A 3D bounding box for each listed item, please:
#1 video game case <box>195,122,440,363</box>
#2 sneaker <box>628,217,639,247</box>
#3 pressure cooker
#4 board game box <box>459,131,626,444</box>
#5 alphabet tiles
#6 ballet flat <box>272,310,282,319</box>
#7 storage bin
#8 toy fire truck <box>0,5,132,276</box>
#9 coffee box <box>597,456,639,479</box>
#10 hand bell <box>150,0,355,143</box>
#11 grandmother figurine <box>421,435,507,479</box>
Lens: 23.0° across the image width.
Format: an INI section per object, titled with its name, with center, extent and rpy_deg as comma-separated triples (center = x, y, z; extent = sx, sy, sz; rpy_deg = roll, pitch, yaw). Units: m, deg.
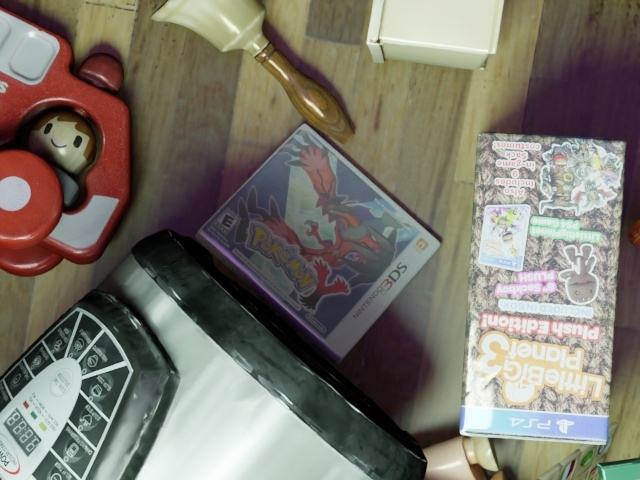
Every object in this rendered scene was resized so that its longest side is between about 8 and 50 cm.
[video game case]
center = 0.000, 0.000, 1.661
extent = 0.201, 0.023, 0.183
rpy_deg = 41, 63, 2
[sneaker]
center = 0.379, -0.058, 1.599
extent = 0.175, 0.064, 0.067
rpy_deg = -39, 69, 0
[pressure cooker]
center = -0.152, 0.250, 1.475
extent = 0.375, 0.370, 0.420
rpy_deg = 42, 90, 1
[board game box]
center = 0.220, 0.041, 1.584
extent = 0.141, 0.232, 0.291
rpy_deg = 4, 92, 6
[alphabet tiles]
center = 0.224, 0.316, 1.613
extent = 0.009, 0.198, 0.237
rpy_deg = 30, 122, 28
[ballet flat]
center = -0.101, 0.181, 1.701
extent = 0.077, 0.077, 0.231
rpy_deg = 32, 94, -26
[storage bin]
center = 0.128, -0.306, 1.563
extent = 0.123, 0.262, 0.260
rpy_deg = 8, 93, 4
[toy fire truck]
center = -0.334, -0.118, 1.672
extent = 0.302, 0.169, 0.254
rpy_deg = 25, 76, 3
[coffee box]
center = 0.332, 0.293, 1.487
extent = 0.113, 0.040, 0.184
rpy_deg = -11, 89, 3
[hand bell]
center = -0.052, -0.195, 1.679
extent = 0.126, 0.126, 0.242
rpy_deg = -44, 101, 5
[grandmother figurine]
center = 0.034, 0.306, 1.681
extent = 0.342, 0.104, 0.208
rpy_deg = -18, 89, 8
